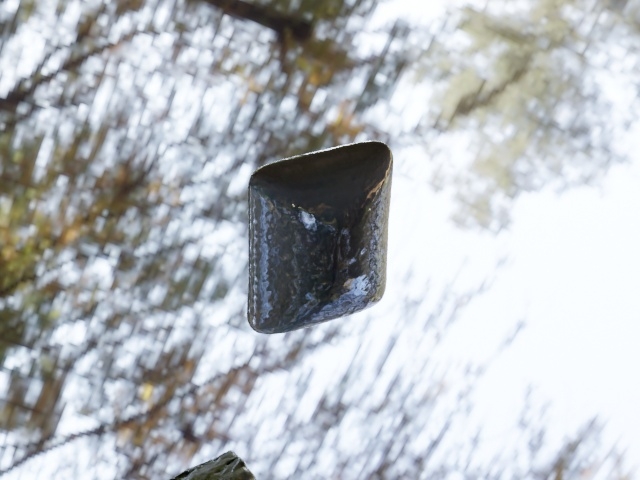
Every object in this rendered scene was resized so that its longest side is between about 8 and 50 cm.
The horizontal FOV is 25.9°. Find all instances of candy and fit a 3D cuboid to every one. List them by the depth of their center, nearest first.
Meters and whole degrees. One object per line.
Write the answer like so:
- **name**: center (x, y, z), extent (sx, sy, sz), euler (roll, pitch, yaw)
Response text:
- **candy**: center (0.000, 0.000, 1.230), extent (0.138, 0.174, 0.071), euler (-14, -142, -21)

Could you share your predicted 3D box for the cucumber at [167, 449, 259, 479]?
- **cucumber**: center (-0.089, 0.184, 0.636), extent (0.193, 0.086, 0.115), euler (-39, -104, -15)
